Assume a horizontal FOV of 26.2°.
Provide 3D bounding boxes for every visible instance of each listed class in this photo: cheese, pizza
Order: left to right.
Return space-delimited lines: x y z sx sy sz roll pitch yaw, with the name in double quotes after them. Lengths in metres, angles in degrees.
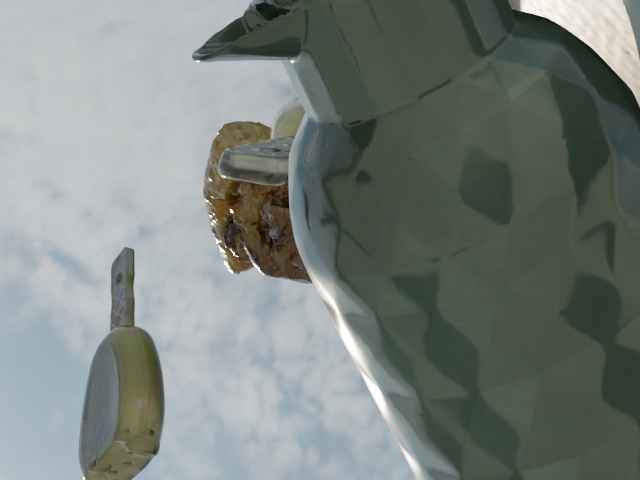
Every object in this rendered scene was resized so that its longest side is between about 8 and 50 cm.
-0.148 0.086 1.029 0.037 0.192 0.097 19 -45 -27 "cheese"
-0.001 0.000 1.031 0.194 0.069 0.154 19 -42 17 "pizza"
0.002 -0.060 0.855 0.127 0.235 0.050 11 -77 22 "cheese"

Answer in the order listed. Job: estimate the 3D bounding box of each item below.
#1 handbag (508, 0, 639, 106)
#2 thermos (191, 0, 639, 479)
0.135 -0.123 0.614 0.193 0.151 0.072 36 -103 20 "handbag"
0.080 -0.010 0.533 0.182 0.145 0.286 -34 -67 -18 "thermos"
